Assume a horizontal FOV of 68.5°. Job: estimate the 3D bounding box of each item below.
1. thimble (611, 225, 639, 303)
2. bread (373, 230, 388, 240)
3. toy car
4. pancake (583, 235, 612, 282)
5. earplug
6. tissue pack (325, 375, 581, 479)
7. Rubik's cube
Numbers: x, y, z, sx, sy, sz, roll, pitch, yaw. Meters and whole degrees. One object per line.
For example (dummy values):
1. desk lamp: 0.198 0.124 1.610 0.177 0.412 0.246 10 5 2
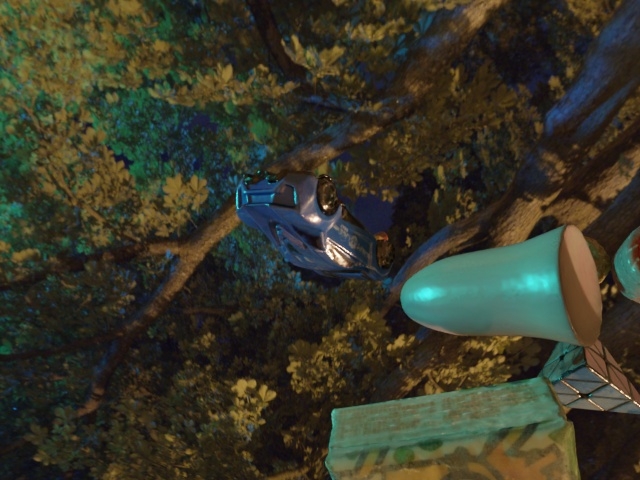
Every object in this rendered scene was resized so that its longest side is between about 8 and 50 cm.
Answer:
1. thimble: 0.702 0.042 0.952 0.189 0.125 0.163 -35 -120 -1
2. bread: 0.123 0.033 1.187 0.067 0.119 0.192 56 -152 2
3. toy car: 0.000 0.000 0.485 0.103 0.216 0.063 2 -117 38
4. pancake: 0.553 0.047 1.027 0.139 0.022 0.140 -13 -127 18
5. earplug: 0.259 0.085 0.757 0.301 0.172 0.172 -13 -133 43
6. tissue pack: 0.185 0.331 0.641 0.310 0.228 0.128 -15 -164 13
7. Rubik's cube: 0.509 0.262 0.840 0.178 0.190 0.211 31 -89 16
